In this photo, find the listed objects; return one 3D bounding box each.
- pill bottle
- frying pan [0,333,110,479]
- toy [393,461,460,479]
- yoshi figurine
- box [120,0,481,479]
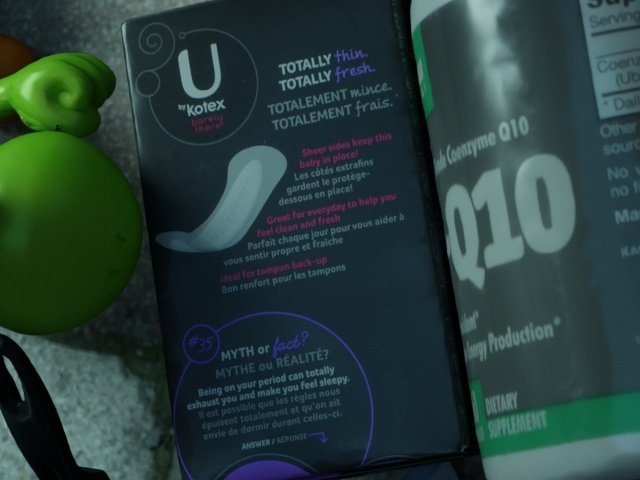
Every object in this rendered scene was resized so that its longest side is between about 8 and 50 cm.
[{"bbox_3d":[0.158,-0.058,0.935,0.204,0.204,0.361,-12,80,21],"label":"pill bottle"},{"bbox_3d":[-0.151,0.185,1.078,0.197,0.053,0.326,-17,117,36],"label":"frying pan"},{"bbox_3d":[0.037,0.210,1.003,0.137,0.056,0.237,-48,29,12],"label":"toy"},{"bbox_3d":[-0.199,-0.023,1.062,0.203,0.362,0.204,-26,107,-5],"label":"yoshi figurine"},{"bbox_3d":[0.000,0.000,1.029,0.165,0.143,0.270,-10,82,14],"label":"box"}]
